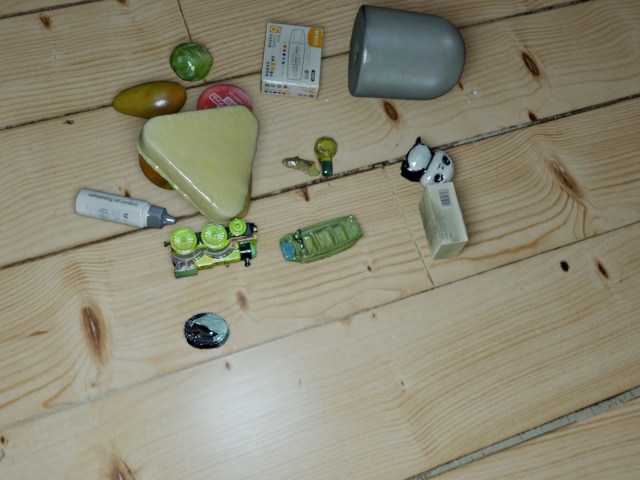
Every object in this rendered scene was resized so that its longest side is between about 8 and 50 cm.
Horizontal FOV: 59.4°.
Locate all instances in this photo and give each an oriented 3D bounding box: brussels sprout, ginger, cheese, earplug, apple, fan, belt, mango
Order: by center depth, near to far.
[{"bbox_3d":[-0.346,0.275,1.706,0.140,0.058,0.105,5,63,0],"label":"belt"},{"bbox_3d":[-0.378,-0.272,1.718,0.383,0.104,0.384,8,74,-28],"label":"cheese"},{"bbox_3d":[-0.486,-0.258,1.829,0.195,0.196,0.196,2,69,-5],"label":"apple"},{"bbox_3d":[-0.589,-0.482,1.944,0.253,0.113,0.139,-10,70,-8],"label":"mango"},{"bbox_3d":[-0.065,-0.263,1.954,0.137,0.044,0.058,18,86,3],"label":"ginger"},{"bbox_3d":[0.022,-0.296,1.976,0.082,0.039,0.155,-1,70,-7],"label":"fan"},{"bbox_3d":[0.314,-0.662,2.006,0.393,0.313,0.313,2,69,-6],"label":"earplug"},{"bbox_3d":[-0.464,-0.645,2.019,0.155,0.117,0.155,-1,71,4],"label":"brussels sprout"}]

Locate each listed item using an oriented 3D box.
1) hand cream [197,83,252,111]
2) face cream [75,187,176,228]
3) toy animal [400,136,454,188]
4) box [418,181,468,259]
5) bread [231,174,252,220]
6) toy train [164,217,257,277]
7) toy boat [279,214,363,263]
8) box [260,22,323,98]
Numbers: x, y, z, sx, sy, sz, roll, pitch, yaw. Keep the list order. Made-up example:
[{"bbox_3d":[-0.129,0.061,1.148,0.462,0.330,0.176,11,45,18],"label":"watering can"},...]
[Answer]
[{"bbox_3d":[-0.330,-0.431,1.946,0.193,0.125,0.193,2,68,-4],"label":"hand cream"},{"bbox_3d":[-0.617,-0.093,1.803,0.311,0.092,0.092,13,68,-2],"label":"face cream"},{"bbox_3d":[0.381,-0.260,1.947,0.179,0.138,0.166,29,85,11],"label":"toy animal"},{"bbox_3d":[0.401,-0.061,1.855,0.095,0.168,0.212,-8,70,-5],"label":"box"},{"bbox_3d":[-0.301,-0.169,1.859,0.147,0.098,0.217,9,70,-9],"label":"bread"},{"bbox_3d":[-0.339,0.024,1.784,0.296,0.100,0.161,-11,78,-12],"label":"toy train"},{"bbox_3d":[-0.002,0.003,1.838,0.276,0.084,0.111,-19,69,-16],"label":"toy boat"},{"bbox_3d":[-0.106,-0.666,2.079,0.220,0.091,0.274,3,69,-6],"label":"box"}]
